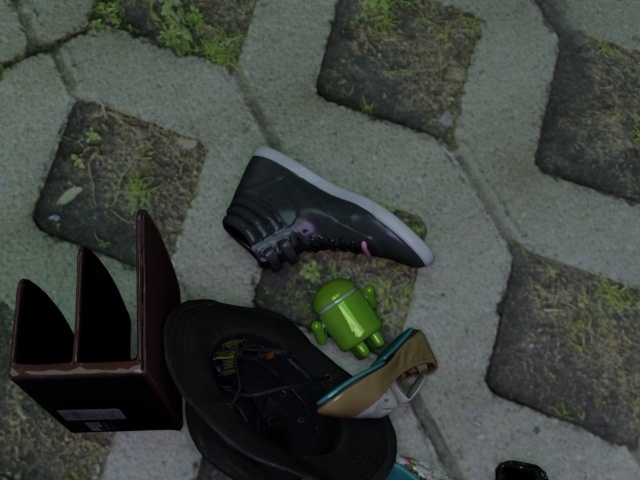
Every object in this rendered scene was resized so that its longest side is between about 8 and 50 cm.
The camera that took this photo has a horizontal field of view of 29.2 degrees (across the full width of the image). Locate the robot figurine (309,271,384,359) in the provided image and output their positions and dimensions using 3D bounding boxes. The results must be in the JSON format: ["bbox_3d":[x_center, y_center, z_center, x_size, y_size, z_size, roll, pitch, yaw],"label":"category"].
[{"bbox_3d":[0.036,0.100,1.616,0.101,0.067,0.115,-35,86,-15],"label":"robot figurine"}]

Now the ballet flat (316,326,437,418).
[{"bbox_3d":[0.082,0.179,1.537,0.073,0.080,0.232,55,39,3],"label":"ballet flat"}]

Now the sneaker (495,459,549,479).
[{"bbox_3d":[0.274,0.326,1.505,0.058,0.084,0.152,-43,58,-13],"label":"sneaker"}]

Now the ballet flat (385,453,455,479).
[{"bbox_3d":[0.176,0.353,1.532,0.241,0.091,0.077,48,48,12],"label":"ballet flat"}]

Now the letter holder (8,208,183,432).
[{"bbox_3d":[-0.262,0.100,1.508,0.152,0.302,0.214,-2,70,1],"label":"letter holder"}]

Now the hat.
[{"bbox_3d":[-0.076,0.224,1.523,0.331,0.331,0.134,41,114,15],"label":"hat"}]

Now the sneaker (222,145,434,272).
[{"bbox_3d":[0.000,0.000,1.646,0.295,0.104,0.147,28,75,17],"label":"sneaker"}]
